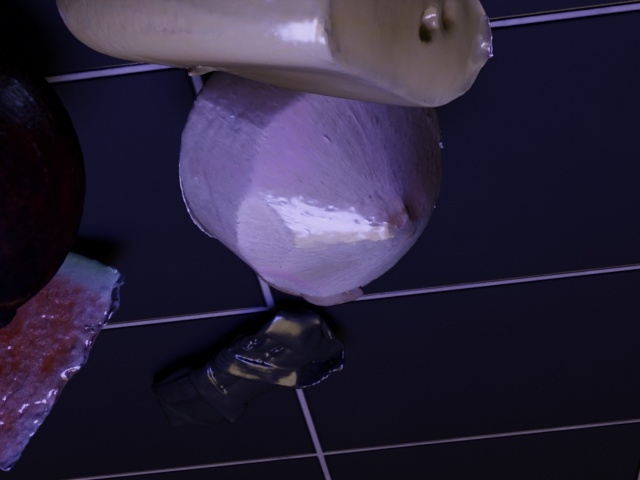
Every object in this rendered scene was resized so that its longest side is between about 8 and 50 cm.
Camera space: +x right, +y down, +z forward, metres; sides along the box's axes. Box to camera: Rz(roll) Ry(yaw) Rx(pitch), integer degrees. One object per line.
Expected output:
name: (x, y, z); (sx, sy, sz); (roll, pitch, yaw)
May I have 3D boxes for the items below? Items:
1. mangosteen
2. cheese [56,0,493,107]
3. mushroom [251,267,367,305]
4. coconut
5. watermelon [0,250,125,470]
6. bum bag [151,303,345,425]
mangosteen: (-0.349, -0.054, 1.145); (0.330, 0.330, 0.330); (-3, 151, -2)
cheese: (-0.059, -0.171, 1.029); (0.316, 0.128, 0.259); (17, 180, 33)
mushroom: (0.000, 0.000, 1.436); (0.166, 0.127, 0.166); (0, 144, 0)
coconut: (0.001, -0.059, 1.205); (0.234, 0.224, 0.224); (25, 170, 37)
watermelon: (-0.360, 0.113, 1.514); (0.310, 0.231, 0.193); (-13, -172, -17)
bum bag: (-0.091, 0.169, 1.771); (0.142, 0.079, 0.326); (23, 141, -34)
